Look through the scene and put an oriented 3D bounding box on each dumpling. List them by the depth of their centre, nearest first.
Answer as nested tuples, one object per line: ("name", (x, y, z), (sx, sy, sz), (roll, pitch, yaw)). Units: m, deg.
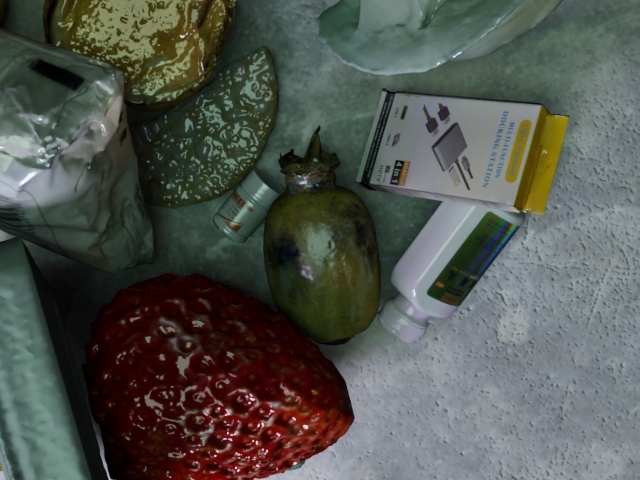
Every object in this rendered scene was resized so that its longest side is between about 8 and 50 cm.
("dumpling", (0.181, -0.309, 1.061), (0.270, 0.211, 0.321), (53, 123, 33))

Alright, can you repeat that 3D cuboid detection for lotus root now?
("lotus root", (-0.001, 0.001, 1.162), (0.154, 0.154, 0.278), (-3, 107, 9))

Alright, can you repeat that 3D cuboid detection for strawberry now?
("strawberry", (-0.139, 0.173, 1.160), (0.309, 0.292, 0.292), (-15, 99, -9))

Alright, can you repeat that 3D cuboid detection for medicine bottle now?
("medicine bottle", (0.158, 0.029, 1.165), (0.219, 0.115, 0.078), (-55, 51, 13))
("medicine bottle", (-0.095, -0.045, 1.216), (0.057, 0.057, 0.089), (42, 104, -1))

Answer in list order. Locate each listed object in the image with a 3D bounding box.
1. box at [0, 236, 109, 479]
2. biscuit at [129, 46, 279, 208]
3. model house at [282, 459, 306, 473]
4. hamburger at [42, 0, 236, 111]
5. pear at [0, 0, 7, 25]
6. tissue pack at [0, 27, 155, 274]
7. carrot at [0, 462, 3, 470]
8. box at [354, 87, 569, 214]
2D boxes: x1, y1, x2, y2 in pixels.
("box", (-0.337, 0.209, 1.112), (0.111, 0.396, 0.397), (-17, 88, -16))
("biscuit", (-0.158, -0.126, 1.220), (0.289, 0.038, 0.141), (-29, 96, 14))
("model house", (-0.059, 0.288, 1.281), (0.083, 0.066, 0.079), (9, 91, -11))
("hamburger", (-0.220, -0.283, 1.140), (0.244, 0.163, 0.245), (0, 98, 0))
("pear", (-0.487, -0.316, 1.203), (0.141, 0.104, 0.141), (1, 97, 9))
("tissue pack", (-0.388, -0.108, 1.100), (0.390, 0.375, 0.195), (23, 66, 5))
("carrot", (-0.512, 0.317, 1.344), (0.358, 0.074, 0.074), (-16, 98, 8))
("box", (0.163, -0.110, 1.103), (0.247, 0.033, 0.129), (11, 80, 35))
